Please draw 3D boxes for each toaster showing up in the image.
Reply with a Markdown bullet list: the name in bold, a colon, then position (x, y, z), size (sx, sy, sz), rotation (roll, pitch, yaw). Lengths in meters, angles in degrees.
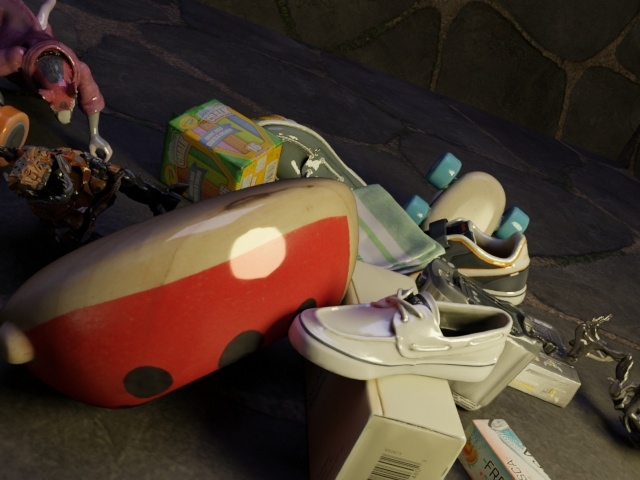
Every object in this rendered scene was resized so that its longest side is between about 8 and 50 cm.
- **toaster**: position (0.208, 0.143, 1.025), size (0.227, 0.146, 0.129), rotation (32, 20, -10)

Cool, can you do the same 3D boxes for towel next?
- **towel**: position (0.000, 0.000, 1.130), size (0.324, 0.038, 0.248), rotation (-14, 38, -19)

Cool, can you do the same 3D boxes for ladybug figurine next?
- **ladybug figurine**: position (-0.125, 0.058, 0.785), size (0.449, 0.305, 0.162), rotation (-21, 84, -39)

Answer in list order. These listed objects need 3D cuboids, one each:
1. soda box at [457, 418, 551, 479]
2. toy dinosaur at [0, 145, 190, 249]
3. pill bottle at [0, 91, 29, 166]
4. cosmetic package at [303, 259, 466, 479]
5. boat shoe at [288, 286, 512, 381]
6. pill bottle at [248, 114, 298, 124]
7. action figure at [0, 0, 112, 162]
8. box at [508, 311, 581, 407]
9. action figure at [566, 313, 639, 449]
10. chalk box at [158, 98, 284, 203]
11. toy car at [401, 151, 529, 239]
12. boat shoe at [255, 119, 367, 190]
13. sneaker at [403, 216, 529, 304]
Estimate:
- **soda box**: position (0.242, 0.305, 0.870), size (0.063, 0.058, 0.183), rotation (9, 30, -32)
- **toy dinosaur**: position (-0.306, -0.064, 0.928), size (0.218, 0.164, 0.322), rotation (32, 16, -11)
- **pill bottle**: position (-0.556, -0.195, 1.027), size (0.245, 0.130, 0.130), rotation (24, 24, -3)
- **cosmetic package**: position (0.060, 0.170, 0.847), size (0.113, 0.160, 0.309), rotation (18, 24, -14)
- **boat shoe**: position (0.090, 0.088, 0.746), size (0.258, 0.084, 0.095), rotation (7, 30, -32)
- **pill bottle**: position (-0.115, -0.199, 1.470), size (0.117, 0.118, 0.208), rotation (32, 26, 14)
- **action figure**: position (-0.458, -0.303, 1.198), size (0.248, 0.276, 0.370), rotation (13, 13, -39)
- **box**: position (0.309, 0.170, 1.206), size (0.231, 0.056, 0.183), rotation (23, 25, -5)
- **action figure**: position (0.520, 0.239, 1.125), size (0.164, 0.141, 0.276), rotation (19, 33, -58)
- **chalk box**: position (-0.194, -0.152, 1.251), size (0.213, 0.132, 0.132), rotation (31, 42, 16)
- **toy car**: position (0.275, -0.041, 1.508), size (0.219, 0.210, 0.238), rotation (37, -5, -4)
- **boat shoe**: position (-0.010, -0.117, 1.355), size (0.319, 0.116, 0.099), rotation (33, 29, -35)
- **sneaker**: position (0.193, 0.022, 1.210), size (0.321, 0.128, 0.126), rotation (5, 26, 5)
